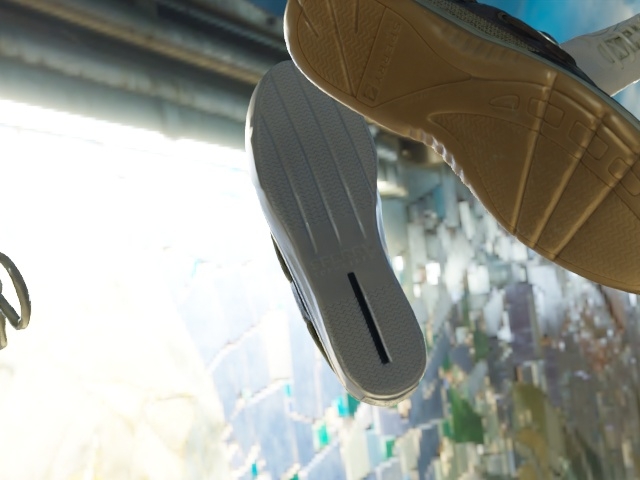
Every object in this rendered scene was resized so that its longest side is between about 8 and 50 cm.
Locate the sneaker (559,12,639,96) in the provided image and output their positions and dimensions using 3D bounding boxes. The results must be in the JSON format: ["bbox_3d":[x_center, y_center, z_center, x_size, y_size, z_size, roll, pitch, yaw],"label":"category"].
[{"bbox_3d":[0.216,-0.136,0.827,0.152,0.053,0.061,-22,-16,-29],"label":"sneaker"}]

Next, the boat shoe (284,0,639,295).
[{"bbox_3d":[0.110,-0.077,0.676,0.285,0.102,0.092,35,38,21],"label":"boat shoe"}]

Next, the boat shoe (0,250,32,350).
[{"bbox_3d":[-0.217,0.025,0.590,0.157,0.367,0.135,8,-47,-1],"label":"boat shoe"}]

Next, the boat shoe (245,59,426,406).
[{"bbox_3d":[0.000,0.000,1.107,0.121,0.335,0.119,-11,-13,-17],"label":"boat shoe"}]
